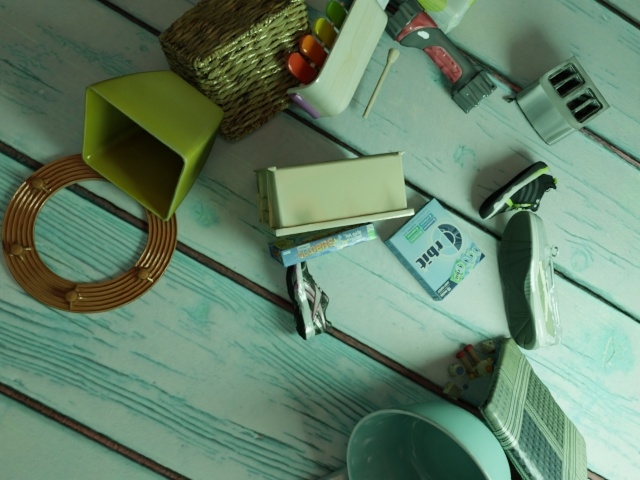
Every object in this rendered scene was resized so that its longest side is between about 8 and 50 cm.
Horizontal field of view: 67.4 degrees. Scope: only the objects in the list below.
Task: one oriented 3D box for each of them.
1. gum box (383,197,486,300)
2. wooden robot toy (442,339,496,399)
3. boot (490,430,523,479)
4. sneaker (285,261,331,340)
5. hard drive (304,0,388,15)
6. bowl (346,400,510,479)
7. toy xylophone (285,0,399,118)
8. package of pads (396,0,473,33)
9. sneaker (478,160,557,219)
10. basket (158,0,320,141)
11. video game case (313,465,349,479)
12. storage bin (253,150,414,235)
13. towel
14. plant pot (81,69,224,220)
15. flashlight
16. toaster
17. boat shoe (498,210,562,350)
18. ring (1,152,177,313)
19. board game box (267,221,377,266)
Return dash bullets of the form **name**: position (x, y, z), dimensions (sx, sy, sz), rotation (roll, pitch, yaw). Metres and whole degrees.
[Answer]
- **gum box**: position (0.266, 0.021, 1.115), dimensions (0.157, 0.041, 0.184), rotation (-41, 91, -16)
- **wooden robot toy**: position (0.344, 0.280, 1.063), dimensions (0.173, 0.079, 0.076), rotation (-36, 88, -16)
- **boot**: position (0.387, 0.584, 1.014), dimensions (0.280, 0.096, 0.264), rotation (-45, 103, -18)
- **sneaker**: position (-0.022, 0.119, 1.032), dimensions (0.077, 0.072, 0.178), rotation (-9, 89, -25)
- **hard drive**: position (0.024, -0.635, 1.093), dimensions (0.319, 0.040, 0.210), rotation (21, 112, -23)
- **bowl**: position (0.219, 0.427, 0.885), dimensions (0.163, 0.312, 0.311), rotation (-14, 82, -46)
- **toy xylophone**: position (0.061, -0.414, 1.083), dimensions (0.322, 0.081, 0.236), rotation (-59, 140, -9)
- **package of pads**: position (0.320, -0.696, 1.231), dimensions (0.229, 0.101, 0.296), rotation (38, 75, -1)
- **sneaker**: position (0.492, -0.104, 1.164), dimensions (0.235, 0.084, 0.097), rotation (-35, 89, -16)
- **basket**: position (-0.178, -0.409, 1.077), dimensions (0.299, 0.223, 0.213), rotation (-41, 57, -16)
- **video game case**: position (0.150, 0.595, 0.986), dimensions (0.329, 0.036, 0.299), rotation (-17, 83, -14)
- **storage bin**: position (0.009, -0.101, 0.977), dimensions (0.263, 0.260, 0.123), rotation (-10, 99, -13)
- **towel**: position (0.441, 0.392, 0.986), dimensions (0.312, 0.056, 0.324), rotation (55, 31, 5)
- **plant pot**: position (-0.314, -0.207, 0.953), dimensions (0.212, 0.212, 0.187), rotation (37, 50, -3)
- **flashlight**: position (0.289, -0.449, 1.184), dimensions (0.304, 0.103, 0.103), rotation (49, 56, -4)
- **toaster**: position (0.607, -0.352, 1.221), dimensions (0.186, 0.110, 0.168), rotation (-33, 87, -15)
- **boat shoe**: position (0.497, 0.090, 1.117), dimensions (0.103, 0.118, 0.320), rotation (-3, 84, -18)
- **ring**: position (-0.465, -0.021, 0.976), dimensions (0.337, 0.032, 0.336), rotation (2, 78, -11)
- **board game box**: position (0.000, 0.000, 1.013), dimensions (0.201, 0.136, 0.035), rotation (-17, 102, -15)
